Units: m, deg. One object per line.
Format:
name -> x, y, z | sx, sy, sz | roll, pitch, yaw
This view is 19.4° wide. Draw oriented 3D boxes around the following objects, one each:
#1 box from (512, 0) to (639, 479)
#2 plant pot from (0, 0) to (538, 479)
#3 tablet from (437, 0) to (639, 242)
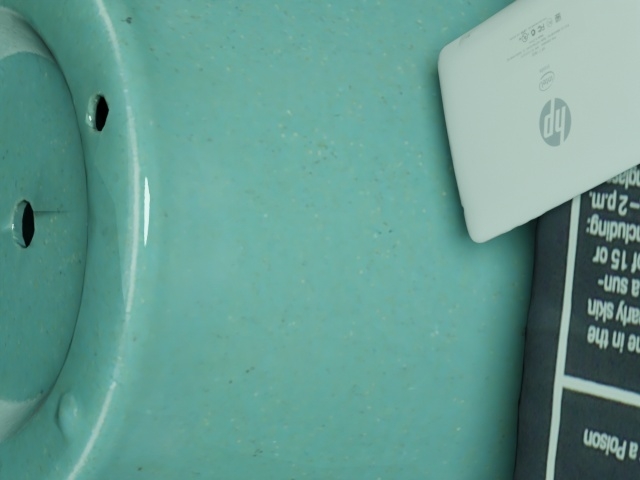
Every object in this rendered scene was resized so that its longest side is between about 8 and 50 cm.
box -> 0.200, 0.025, 0.402 | 0.296, 0.182, 0.294 | 11, 97, 55
plant pot -> 0.000, 0.000, 0.613 | 0.271, 0.255, 0.272 | -1, 89, 53
tablet -> 0.057, -0.037, 0.450 | 0.083, 0.006, 0.054 | -31, 64, 53
